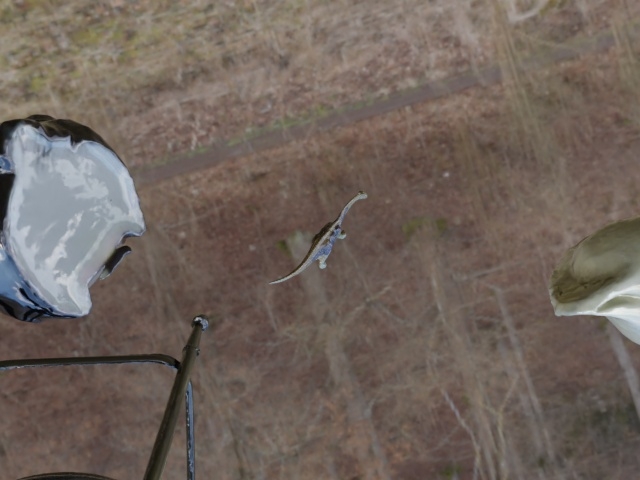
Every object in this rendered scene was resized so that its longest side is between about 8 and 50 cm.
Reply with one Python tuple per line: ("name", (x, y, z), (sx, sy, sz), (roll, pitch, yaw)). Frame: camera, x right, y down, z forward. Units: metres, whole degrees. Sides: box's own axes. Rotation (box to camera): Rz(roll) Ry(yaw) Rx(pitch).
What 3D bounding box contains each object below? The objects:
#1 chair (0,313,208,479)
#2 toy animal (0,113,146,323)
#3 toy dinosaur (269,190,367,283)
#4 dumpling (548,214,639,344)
("chair", (-0.320, 0.345, 1.114), (0.365, 0.361, 0.410), (-1, -162, -11))
("toy animal", (-0.325, -0.021, 0.852), (0.267, 0.212, 0.212), (-1, -165, 39))
("toy dinosaur", (0.003, 0.006, 1.142), (0.180, 0.037, 0.058), (-53, 154, -15))
("dumpling", (0.348, 0.028, 0.847), (0.252, 0.131, 0.179), (-11, -167, 2))
